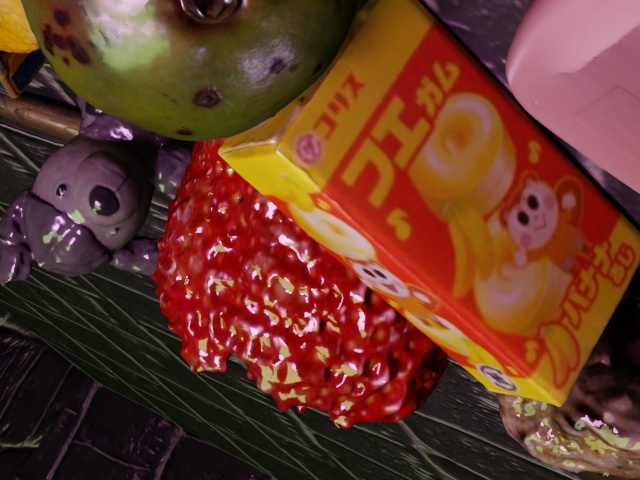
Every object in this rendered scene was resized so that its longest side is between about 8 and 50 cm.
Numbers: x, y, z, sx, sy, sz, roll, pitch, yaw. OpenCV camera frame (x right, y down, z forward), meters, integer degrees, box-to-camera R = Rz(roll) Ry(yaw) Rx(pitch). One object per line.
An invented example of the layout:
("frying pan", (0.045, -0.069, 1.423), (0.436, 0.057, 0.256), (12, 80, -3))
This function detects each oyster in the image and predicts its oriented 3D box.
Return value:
("oyster", (0.224, 0.086, 0.820), (0.294, 0.166, 0.094), (0, 140, 40))

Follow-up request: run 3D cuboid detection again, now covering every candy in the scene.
("candy", (0.082, -0.026, 0.739), (0.276, 0.146, 0.088), (40, 162, -24))

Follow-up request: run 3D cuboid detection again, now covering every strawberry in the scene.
("strawberry", (-0.001, 0.000, 0.882), (0.261, 0.258, 0.261), (22, -169, -4))

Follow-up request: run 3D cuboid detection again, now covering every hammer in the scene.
("hammer", (-0.351, -0.152, 1.318), (0.440, 0.044, 0.168), (19, 157, 38))

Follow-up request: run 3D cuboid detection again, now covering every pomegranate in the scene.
("pomegranate", (-0.073, -0.163, 0.614), (0.202, 0.202, 0.248), (43, -173, -28))

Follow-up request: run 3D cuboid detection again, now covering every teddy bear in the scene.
("teddy bear", (-0.164, -0.054, 0.977), (0.171, 0.251, 0.144), (25, 168, -22))

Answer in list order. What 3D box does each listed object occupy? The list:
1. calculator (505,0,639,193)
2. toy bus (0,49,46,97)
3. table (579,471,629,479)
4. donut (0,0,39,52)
("calculator", (0.208, -0.076, 0.546), (0.220, 0.048, 0.330), (33, 165, -3))
("toy bus", (-0.351, -0.219, 1.071), (0.182, 0.091, 0.103), (27, 162, 14))
("table", (0.331, 0.379, 1.192), (0.317, 0.249, 0.317), (30, 162, 11))
("donut", (-0.259, -0.221, 0.915), (0.259, 0.101, 0.152), (4, 152, 49))
